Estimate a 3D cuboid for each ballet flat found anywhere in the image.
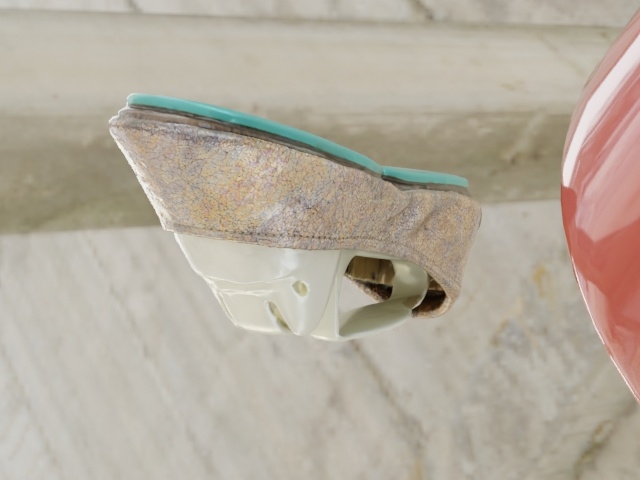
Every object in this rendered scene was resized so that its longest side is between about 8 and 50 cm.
[{"bbox_3d":[0.000,0.000,0.783,0.107,0.316,0.106,9,-91,34],"label":"ballet flat"}]

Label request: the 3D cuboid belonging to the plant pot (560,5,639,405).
[{"bbox_3d":[0.229,-0.059,0.380,0.275,0.275,0.243,63,-28,29],"label":"plant pot"}]
